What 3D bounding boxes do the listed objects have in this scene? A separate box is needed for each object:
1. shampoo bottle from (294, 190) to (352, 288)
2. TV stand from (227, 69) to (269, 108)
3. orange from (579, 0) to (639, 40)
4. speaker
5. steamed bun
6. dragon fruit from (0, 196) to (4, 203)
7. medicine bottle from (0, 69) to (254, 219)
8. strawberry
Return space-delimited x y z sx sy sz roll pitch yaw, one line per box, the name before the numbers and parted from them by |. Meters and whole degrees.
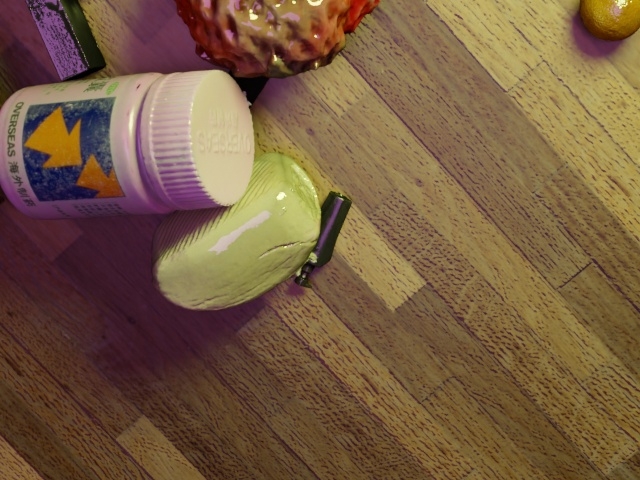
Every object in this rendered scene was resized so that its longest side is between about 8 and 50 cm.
shampoo bottle | 0.000 0.000 1.458 0.048 0.027 0.137 27 104 4
TV stand | -0.089 -0.228 1.409 0.049 0.040 0.256 34 100 -2
orange | 0.367 -0.291 1.339 0.085 0.085 0.085 1 102 5
speaker | -0.352 -0.320 1.395 0.044 0.082 0.218 -21 98 10
steamed bun | -0.101 0.007 1.405 0.238 0.170 0.152 -35 114 9
dragon fruit | -0.572 -0.180 1.370 0.296 0.314 0.263 8 87 27
medicine bottle | -0.246 -0.119 1.343 0.290 0.178 0.178 -2 103 24
strawberry | -0.069 -0.367 1.297 0.265 0.149 0.336 -3 90 16
